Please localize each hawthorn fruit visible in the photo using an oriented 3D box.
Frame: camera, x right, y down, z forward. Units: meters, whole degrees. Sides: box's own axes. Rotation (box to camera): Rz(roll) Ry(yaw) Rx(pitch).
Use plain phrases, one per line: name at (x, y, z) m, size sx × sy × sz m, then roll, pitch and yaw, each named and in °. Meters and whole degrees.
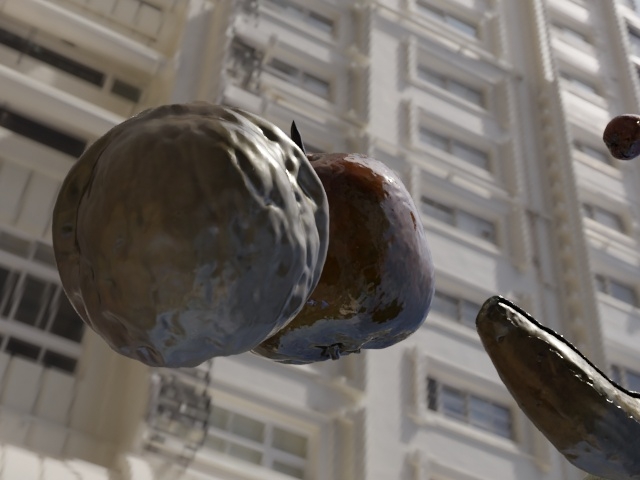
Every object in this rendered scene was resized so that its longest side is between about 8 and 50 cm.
hawthorn fruit at (0.472, -0.159, 1.831) m, size 0.077 × 0.077 × 0.077 m, roll -54°, pitch -157°, yaw 35°
hawthorn fruit at (0.000, 0.000, 1.480) m, size 0.267 × 0.267 × 0.301 m, roll 167°, pitch -85°, yaw -68°

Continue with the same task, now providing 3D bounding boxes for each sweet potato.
sweet potato at (0.184, 0.112, 0.732) m, size 0.062 × 0.233 × 0.081 m, roll -49°, pitch -152°, yaw 24°

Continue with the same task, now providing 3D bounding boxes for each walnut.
walnut at (-0.116, -0.011, 1.064) m, size 0.248 × 0.248 × 0.248 m, roll -54°, pitch -157°, yaw 35°

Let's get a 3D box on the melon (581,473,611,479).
melon at (0.399, 0.388, 1.437) m, size 0.237 × 0.237 × 0.302 m, roll -58°, pitch -174°, yaw 27°
